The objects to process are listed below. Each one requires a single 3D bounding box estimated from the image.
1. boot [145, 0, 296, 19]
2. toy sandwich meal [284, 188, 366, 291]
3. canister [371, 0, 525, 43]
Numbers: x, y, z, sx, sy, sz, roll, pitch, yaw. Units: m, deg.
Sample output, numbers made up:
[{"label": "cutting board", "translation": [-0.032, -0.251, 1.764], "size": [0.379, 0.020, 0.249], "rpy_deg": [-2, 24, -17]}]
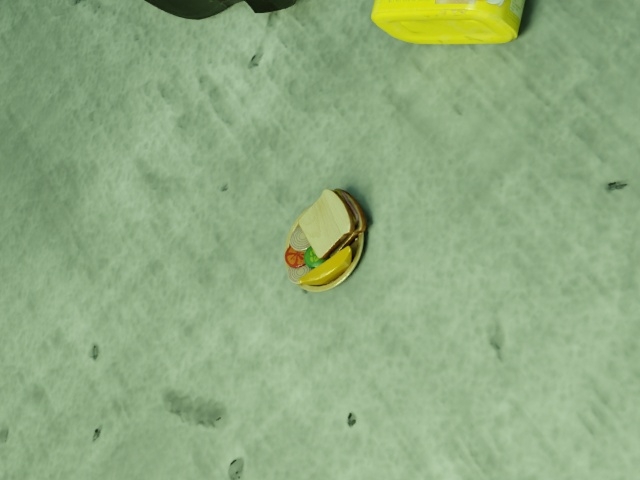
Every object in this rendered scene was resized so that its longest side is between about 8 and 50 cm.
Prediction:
[{"label": "boot", "translation": [-0.073, -0.326, 1.059], "size": [0.263, 0.091, 0.229], "rpy_deg": [10, 75, 34]}, {"label": "toy sandwich meal", "translation": [0.000, 0.000, 0.910], "size": [0.086, 0.029, 0.085], "rpy_deg": [-13, 66, 32]}, {"label": "canister", "translation": [0.113, -0.242, 0.888], "size": [0.126, 0.073, 0.169], "rpy_deg": [7, 80, 38]}]
